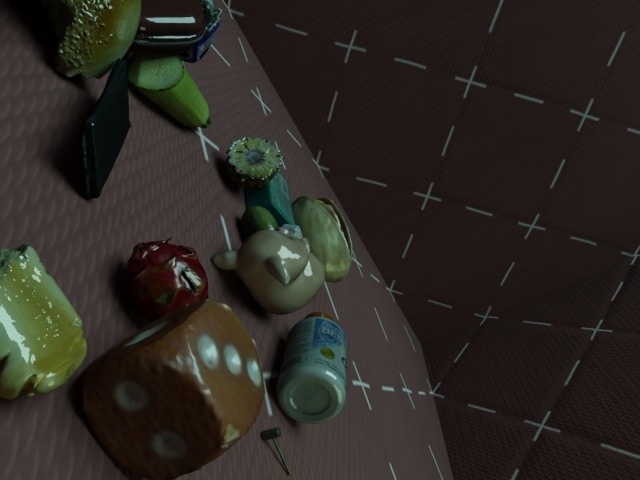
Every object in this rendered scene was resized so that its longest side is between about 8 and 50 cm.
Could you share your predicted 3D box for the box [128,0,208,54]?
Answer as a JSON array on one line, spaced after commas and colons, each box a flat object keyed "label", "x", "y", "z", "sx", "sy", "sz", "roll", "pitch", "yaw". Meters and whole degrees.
[{"label": "box", "x": -0.441, "y": -0.607, "z": 1.075, "sx": 0.263, "sy": 0.108, "sz": 0.404, "roll": -23, "pitch": 76, "yaw": -40}]

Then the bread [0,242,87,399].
[{"label": "bread", "x": -0.332, "y": 0.085, "z": 0.492, "sx": 0.177, "sy": 0.084, "sz": 0.119, "roll": 61, "pitch": 15, "yaw": -12}]

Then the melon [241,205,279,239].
[{"label": "melon", "x": -0.162, "y": -0.021, "z": 1.284, "sx": 0.162, "sy": 0.099, "sz": 0.099, "roll": 64, "pitch": 13, "yaw": 20}]

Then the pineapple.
[{"label": "pineapple", "x": -0.208, "y": -0.211, "z": 1.398, "sx": 0.161, "sy": 0.176, "sz": 0.137, "roll": 41, "pitch": -30, "yaw": 9}]

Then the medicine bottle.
[{"label": "medicine bottle", "x": -0.013, "y": 0.290, "z": 1.136, "sx": 0.157, "sy": 0.157, "sz": 0.289, "roll": 59, "pitch": 15, "yaw": -18}]

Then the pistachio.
[{"label": "pistachio", "x": 0.000, "y": 0.000, "z": 1.577, "sx": 0.230, "sy": 0.229, "sz": 0.309, "roll": 20, "pitch": 53, "yaw": -71}]

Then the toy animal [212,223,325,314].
[{"label": "toy animal", "x": -0.095, "y": 0.064, "z": 1.141, "sx": 0.213, "sy": 0.195, "sz": 0.256, "roll": -65, "pitch": 148, "yaw": -31}]

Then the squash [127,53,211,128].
[{"label": "squash", "x": -0.347, "y": -0.359, "z": 1.189, "sx": 0.287, "sy": 0.137, "sz": 0.137, "roll": 46, "pitch": 22, "yaw": -58}]

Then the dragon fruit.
[{"label": "dragon fruit", "x": -0.242, "y": 0.075, "z": 0.753, "sx": 0.136, "sy": 0.133, "sz": 0.166, "roll": -28, "pitch": 102, "yaw": -68}]

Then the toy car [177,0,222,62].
[{"label": "toy car", "x": -0.414, "y": -0.618, "z": 1.318, "sx": 0.235, "sy": 0.158, "sz": 0.172, "roll": 24, "pitch": 53, "yaw": -5}]

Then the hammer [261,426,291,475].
[{"label": "hammer", "x": -0.081, "y": 0.422, "z": 0.924, "sx": 0.019, "sy": 0.035, "sz": 0.110, "roll": -68, "pitch": 139, "yaw": -71}]

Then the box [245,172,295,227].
[{"label": "box", "x": -0.168, "y": -0.141, "z": 1.504, "sx": 0.153, "sy": 0.092, "sz": 0.245, "roll": 51, "pitch": 19, "yaw": -43}]

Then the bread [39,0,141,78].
[{"label": "bread", "x": -0.443, "y": -0.473, "z": 0.863, "sx": 0.171, "sy": 0.192, "sz": 0.314, "roll": 123, "pitch": -54, "yaw": -84}]

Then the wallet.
[{"label": "wallet", "x": -0.375, "y": -0.205, "z": 0.824, "sx": 0.285, "sy": 0.030, "sz": 0.146, "roll": -102, "pitch": -157, "yaw": -50}]

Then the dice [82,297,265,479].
[{"label": "dice", "x": -0.190, "y": 0.197, "z": 0.628, "sx": 0.179, "sy": 0.174, "sz": 0.174, "roll": 65, "pitch": 13, "yaw": -8}]
